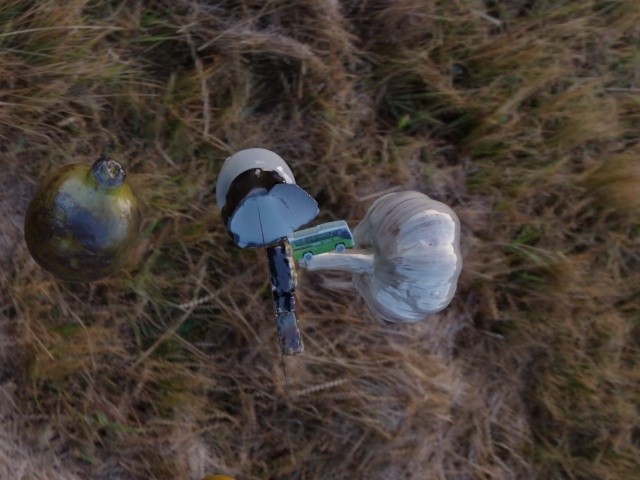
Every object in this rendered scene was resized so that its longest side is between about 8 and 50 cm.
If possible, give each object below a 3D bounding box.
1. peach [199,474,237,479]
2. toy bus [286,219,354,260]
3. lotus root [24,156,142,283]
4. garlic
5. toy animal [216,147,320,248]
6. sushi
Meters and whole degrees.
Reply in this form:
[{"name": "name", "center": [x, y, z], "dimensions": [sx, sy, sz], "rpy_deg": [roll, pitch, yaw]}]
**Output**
[{"name": "peach", "center": [-0.162, 0.445, 1.590], "dimensions": [0.138, 0.138, 0.138], "rpy_deg": [-4, 100, -23]}, {"name": "toy bus", "center": [0.000, 0.000, 1.285], "dimensions": [0.083, 0.031, 0.037], "rpy_deg": [-15, 112, -3]}, {"name": "lotus root", "center": [-0.357, -0.027, 1.504], "dimensions": [0.169, 0.314, 0.141], "rpy_deg": [19, 56, -12]}, {"name": "garlic", "center": [0.075, 0.016, 1.411], "dimensions": [0.226, 0.199, 0.199], "rpy_deg": [4, 97, -25]}, {"name": "toy animal", "center": [-0.102, -0.081, 1.784], "dimensions": [0.166, 0.179, 0.138], "rpy_deg": [-7, 130, -12]}, {"name": "sushi", "center": [-0.037, 0.060, 1.071], "dimensions": [0.031, 0.139, 0.201], "rpy_deg": [-9, 118, -3]}]
